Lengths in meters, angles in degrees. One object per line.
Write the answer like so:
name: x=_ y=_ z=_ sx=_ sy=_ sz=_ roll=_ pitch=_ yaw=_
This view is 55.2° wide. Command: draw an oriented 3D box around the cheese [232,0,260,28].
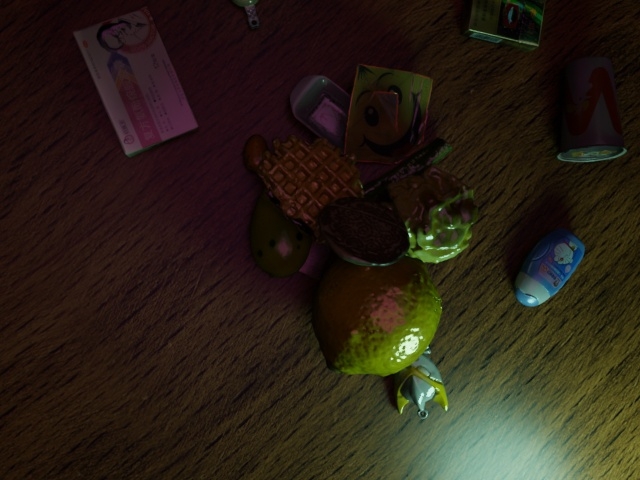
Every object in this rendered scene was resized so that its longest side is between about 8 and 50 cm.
cheese: x=-0.205 y=-0.691 z=1.735 sx=0.092 sy=0.047 sz=0.171 roll=-36 pitch=97 yaw=-6

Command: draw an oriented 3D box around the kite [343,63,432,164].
kite: x=0.186 y=-0.372 z=1.776 sx=0.377 sy=0.013 sz=0.327 roll=-40 pitch=119 yaw=-12

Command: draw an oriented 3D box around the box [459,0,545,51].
box: x=0.557 y=-0.683 z=1.869 sx=0.240 sy=0.071 sz=0.159 roll=8 pitch=87 yaw=-11

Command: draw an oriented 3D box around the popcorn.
popcorn: x=0.301 y=-0.074 z=1.746 sx=0.292 sy=0.237 sz=0.293 roll=0 pitch=92 yaw=-12

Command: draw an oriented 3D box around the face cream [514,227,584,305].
face cream: x=0.700 y=0.089 z=1.902 sx=0.149 sy=0.083 sz=0.264 roll=40 pitch=84 yaw=-6

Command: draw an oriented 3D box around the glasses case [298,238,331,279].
glasses case: x=0.000 y=0.000 z=1.783 sx=0.075 sy=0.049 sz=0.218 roll=21 pitch=87 yaw=-11

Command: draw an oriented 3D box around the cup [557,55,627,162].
cup: x=0.823 y=-0.400 z=1.877 sx=0.203 sy=0.203 sz=0.289 roll=2 pitch=84 yaw=-11

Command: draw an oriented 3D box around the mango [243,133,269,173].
mango: x=-0.181 y=-0.245 z=1.742 sx=0.078 sy=0.057 sz=0.114 roll=-1 pitch=88 yaw=-3

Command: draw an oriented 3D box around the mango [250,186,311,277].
mango: x=-0.109 y=-0.039 z=1.718 sx=0.175 sy=0.143 sz=0.293 roll=5 pitch=80 yaw=-1

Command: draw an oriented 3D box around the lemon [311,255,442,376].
lemon: x=0.141 y=0.194 z=1.668 sx=0.350 sy=0.350 sz=0.387 roll=40 pitch=93 yaw=-9

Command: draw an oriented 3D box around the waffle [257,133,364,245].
waffle: x=-0.024 y=-0.144 z=1.669 sx=0.311 sy=0.060 sz=0.307 roll=11 pitch=73 yaw=-13

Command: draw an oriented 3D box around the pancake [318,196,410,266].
pancake: x=0.114 y=-0.023 z=1.586 sx=0.250 sy=0.031 sz=0.250 roll=10 pitch=46 yaw=-11

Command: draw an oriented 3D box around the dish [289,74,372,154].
dish: x=0.018 y=-0.369 z=1.773 sx=0.234 sy=0.064 sz=0.154 roll=38 pitch=84 yaw=-10

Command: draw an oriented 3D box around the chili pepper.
chili pepper: x=0.230 y=-0.193 z=1.806 sx=0.359 sy=0.085 sz=0.076 roll=-33 pitch=124 yaw=-10

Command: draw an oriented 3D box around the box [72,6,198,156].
box: x=-0.500 y=-0.431 z=1.676 sx=0.214 sy=0.069 sz=0.353 roll=-23 pitch=93 yaw=-10

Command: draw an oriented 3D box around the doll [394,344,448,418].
doll: x=0.285 y=0.372 z=1.821 sx=0.145 sy=0.103 sz=0.316 roll=-8 pitch=87 yaw=-7
